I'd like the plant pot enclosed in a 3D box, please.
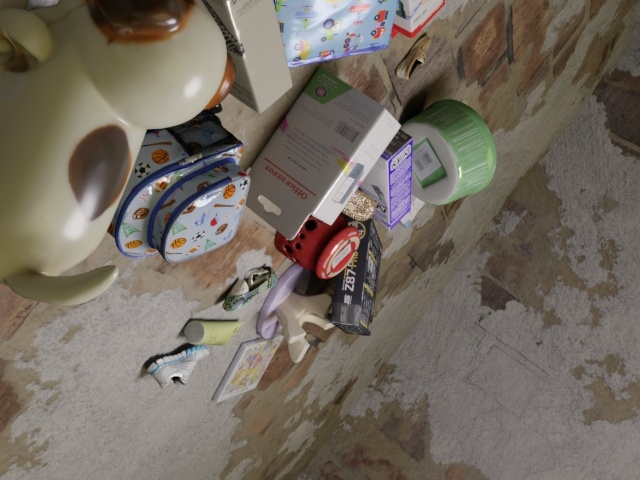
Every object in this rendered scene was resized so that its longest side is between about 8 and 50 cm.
[{"bbox_3d":[0.000,0.000,1.817,0.191,0.174,0.191,-42,156,-23],"label":"plant pot"}]

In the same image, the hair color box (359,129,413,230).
[{"bbox_3d":[0.150,-0.191,1.807,0.110,0.185,0.339,-43,154,-19],"label":"hair color box"}]

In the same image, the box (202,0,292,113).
[{"bbox_3d":[-0.136,-0.360,1.161,0.094,0.113,0.275,-45,153,-17],"label":"box"}]

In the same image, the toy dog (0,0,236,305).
[{"bbox_3d":[-0.303,-0.166,0.805,0.408,0.395,0.284,-44,147,1],"label":"toy dog"}]

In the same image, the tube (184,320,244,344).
[{"bbox_3d":[-0.281,0.250,1.791,0.070,0.062,0.240,-11,168,16],"label":"tube"}]

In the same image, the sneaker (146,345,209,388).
[{"bbox_3d":[-0.357,0.332,1.715,0.190,0.083,0.071,-17,160,-50],"label":"sneaker"}]

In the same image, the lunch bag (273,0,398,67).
[{"bbox_3d":[0.006,-0.461,1.283,0.293,0.138,0.221,-27,149,-28],"label":"lunch bag"}]

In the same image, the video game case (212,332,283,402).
[{"bbox_3d":[-0.229,0.407,2.130,0.206,0.026,0.227,-5,127,-59],"label":"video game case"}]

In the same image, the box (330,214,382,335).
[{"bbox_3d":[0.120,0.122,2.055,0.395,0.097,0.318,52,44,-75],"label":"box"}]

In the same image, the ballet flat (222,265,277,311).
[{"bbox_3d":[-0.194,0.122,1.784,0.188,0.070,0.070,-32,149,-42],"label":"ballet flat"}]

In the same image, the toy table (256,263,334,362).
[{"bbox_3d":[-0.068,0.224,2.010,0.252,0.161,0.274,-23,143,-48],"label":"toy table"}]

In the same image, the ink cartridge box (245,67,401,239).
[{"bbox_3d":[-0.010,-0.181,1.507,0.353,0.207,0.119,-54,155,5],"label":"ink cartridge box"}]

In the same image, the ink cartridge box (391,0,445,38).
[{"bbox_3d":[0.223,-0.575,1.550,0.134,0.078,0.231,-48,156,-12],"label":"ink cartridge box"}]

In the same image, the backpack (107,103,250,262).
[{"bbox_3d":[-0.271,-0.081,1.198,0.263,0.213,0.276,-21,145,-34],"label":"backpack"}]

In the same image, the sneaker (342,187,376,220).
[{"bbox_3d":[0.012,-0.157,1.739,0.282,0.153,0.099,33,99,-35],"label":"sneaker"}]

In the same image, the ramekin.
[{"bbox_3d":[0.357,-0.252,1.974,0.148,0.303,0.303,-28,146,-30],"label":"ramekin"}]

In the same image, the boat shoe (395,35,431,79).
[{"bbox_3d":[0.258,-0.485,1.774,0.135,0.045,0.050,-53,156,0],"label":"boat shoe"}]

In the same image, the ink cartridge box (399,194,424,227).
[{"bbox_3d":[0.290,-0.134,2.252,0.143,0.090,0.092,-53,156,-2],"label":"ink cartridge box"}]
